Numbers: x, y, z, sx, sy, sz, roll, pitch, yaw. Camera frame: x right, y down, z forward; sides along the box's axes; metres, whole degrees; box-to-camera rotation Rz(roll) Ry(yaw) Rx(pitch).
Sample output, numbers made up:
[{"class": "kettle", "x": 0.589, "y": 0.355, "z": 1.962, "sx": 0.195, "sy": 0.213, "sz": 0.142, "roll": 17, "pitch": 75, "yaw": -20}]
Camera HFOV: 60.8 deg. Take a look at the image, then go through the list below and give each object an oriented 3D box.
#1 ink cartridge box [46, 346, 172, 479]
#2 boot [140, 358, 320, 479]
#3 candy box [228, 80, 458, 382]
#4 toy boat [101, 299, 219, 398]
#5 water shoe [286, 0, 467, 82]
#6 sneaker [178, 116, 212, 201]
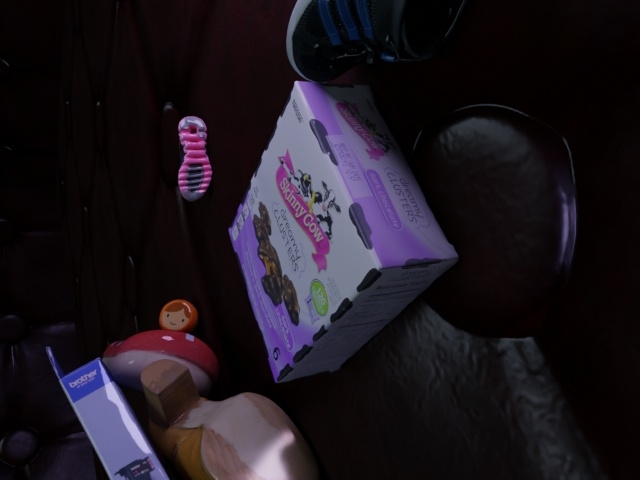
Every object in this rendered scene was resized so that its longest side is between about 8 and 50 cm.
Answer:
[{"class": "ink cartridge box", "x": -0.244, "y": 0.280, "z": 0.701, "sx": 0.311, "sy": 0.065, "sz": 0.186, "roll": 46, "pitch": 151, "yaw": 24}, {"class": "boot", "x": -0.103, "y": 0.278, "z": 0.659, "sx": 0.295, "sy": 0.104, "sz": 0.211, "roll": 21, "pitch": 132, "yaw": 38}, {"class": "candy box", "x": 0.000, "y": 0.000, "z": 0.448, "sx": 0.196, "sy": 0.070, "sz": 0.165, "roll": -55, "pitch": 48, "yaw": 48}, {"class": "toy boat", "x": -0.233, "y": 0.162, "z": 0.833, "sx": 0.231, "sy": 0.151, "sz": 0.151, "roll": -20, "pitch": 47, "yaw": 59}, {"class": "water shoe", "x": 0.039, "y": -0.149, "z": 0.361, "sx": 0.203, "sy": 0.073, "sz": 0.080, "roll": -35, "pitch": 67, "yaw": 57}, {"class": "sneaker", "x": -0.183, "y": -0.112, "z": 0.777, "sx": 0.057, "sy": 0.047, "sz": 0.119, "roll": 163, "pitch": 108, "yaw": -66}]
